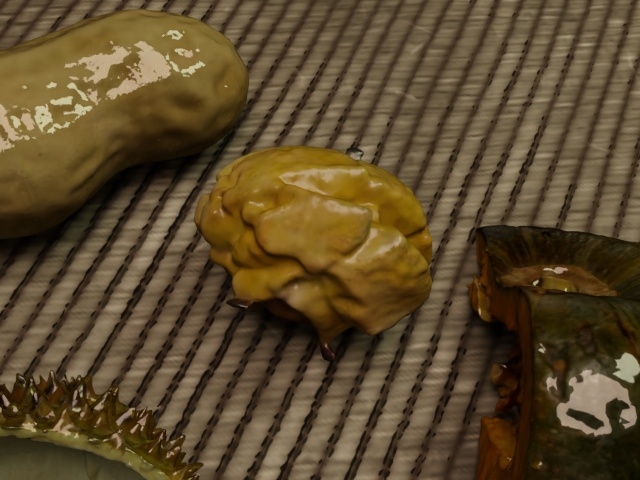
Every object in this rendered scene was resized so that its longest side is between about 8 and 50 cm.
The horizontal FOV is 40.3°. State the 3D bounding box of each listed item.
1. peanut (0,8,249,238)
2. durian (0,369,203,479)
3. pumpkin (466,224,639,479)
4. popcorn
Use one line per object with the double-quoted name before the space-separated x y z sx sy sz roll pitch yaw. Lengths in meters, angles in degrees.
"peanut" -0.201 -0.082 0.655 0.319 0.147 0.147 -19 61 -17
"durian" -0.165 0.150 0.534 0.252 0.144 0.139 4 81 -4
"pumpkin" 0.170 0.110 0.569 0.139 0.190 0.280 4 16 2
"popcorn" 0.000 0.000 0.600 0.167 0.148 0.152 16 82 21
